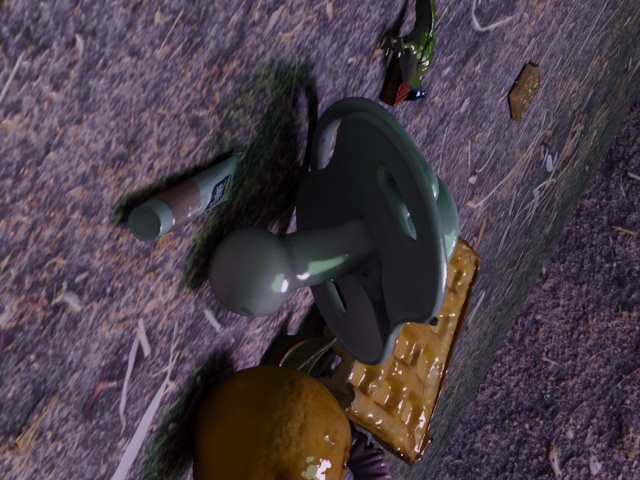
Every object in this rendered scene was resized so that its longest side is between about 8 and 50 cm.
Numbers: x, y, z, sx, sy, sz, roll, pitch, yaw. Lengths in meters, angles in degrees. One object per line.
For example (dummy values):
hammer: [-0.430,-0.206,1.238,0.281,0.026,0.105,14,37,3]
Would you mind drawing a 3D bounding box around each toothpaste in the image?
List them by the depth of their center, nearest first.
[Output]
toothpaste: [-0.123,-0.041,1.349,0.056,0.036,0.205,-68,167,21]

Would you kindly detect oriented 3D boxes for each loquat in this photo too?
loquat: [-0.065,0.254,1.720,0.208,0.208,0.208,-55,162,-27]

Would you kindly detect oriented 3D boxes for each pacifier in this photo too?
pacifier: [0.000,0.000,1.545,0.269,0.288,0.343,-13,160,-27]

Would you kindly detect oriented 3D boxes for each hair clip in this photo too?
hair clip: [0.032,0.308,2.159,0.069,0.173,0.300,90,9,-50]

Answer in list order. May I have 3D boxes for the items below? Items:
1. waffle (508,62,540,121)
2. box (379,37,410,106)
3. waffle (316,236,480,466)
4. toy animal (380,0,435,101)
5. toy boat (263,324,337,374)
waffle: [0.369,-0.273,2.550,0.092,0.021,0.135,-59,165,-9]
box: [0.105,-0.217,1.801,0.051,0.023,0.082,-42,154,-54]
waffle: [0.123,0.131,2.072,0.304,0.077,0.348,44,62,-57]
toy animal: [0.111,-0.262,1.709,0.075,0.041,0.217,-25,129,-39]
toy boat: [-0.040,0.185,1.896,0.185,0.071,0.089,-65,165,8]
